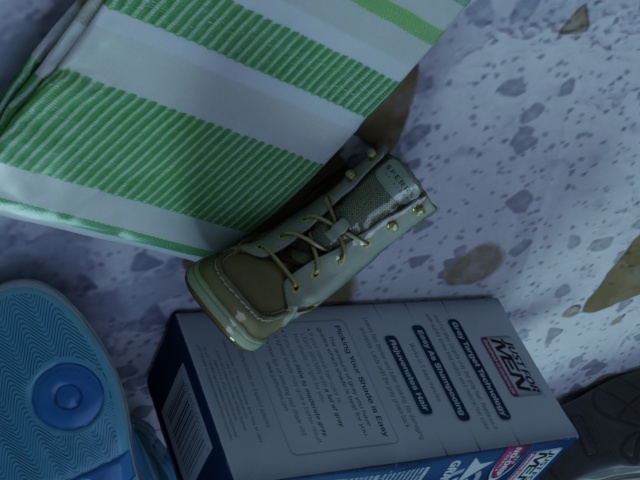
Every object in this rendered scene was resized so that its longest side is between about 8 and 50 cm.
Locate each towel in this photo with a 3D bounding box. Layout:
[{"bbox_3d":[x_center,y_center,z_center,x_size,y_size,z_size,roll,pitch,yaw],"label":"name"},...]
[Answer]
[{"bbox_3d":[-0.058,-0.115,0.671,0.248,0.038,0.325,17,124,-45],"label":"towel"}]

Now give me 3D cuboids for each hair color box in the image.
[{"bbox_3d":[0.039,0.152,0.938,0.347,0.173,0.105,-1,138,-30],"label":"hair color box"}]

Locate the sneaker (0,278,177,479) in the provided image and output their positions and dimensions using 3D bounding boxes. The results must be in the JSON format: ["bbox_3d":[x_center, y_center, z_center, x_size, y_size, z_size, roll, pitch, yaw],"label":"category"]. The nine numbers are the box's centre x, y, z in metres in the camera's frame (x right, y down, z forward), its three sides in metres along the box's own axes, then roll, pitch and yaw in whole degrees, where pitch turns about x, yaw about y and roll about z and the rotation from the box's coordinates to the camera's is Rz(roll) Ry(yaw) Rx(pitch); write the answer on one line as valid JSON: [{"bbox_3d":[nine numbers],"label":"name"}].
[{"bbox_3d":[-0.201,0.161,0.864,0.127,0.208,0.318,-16,107,-5],"label":"sneaker"}]

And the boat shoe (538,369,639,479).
[{"bbox_3d":[0.356,0.254,1.312,0.356,0.132,0.130,-9,151,-8],"label":"boat shoe"}]

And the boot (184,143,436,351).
[{"bbox_3d":[0.000,0.000,0.760,0.165,0.077,0.213,-37,175,12],"label":"boot"}]
